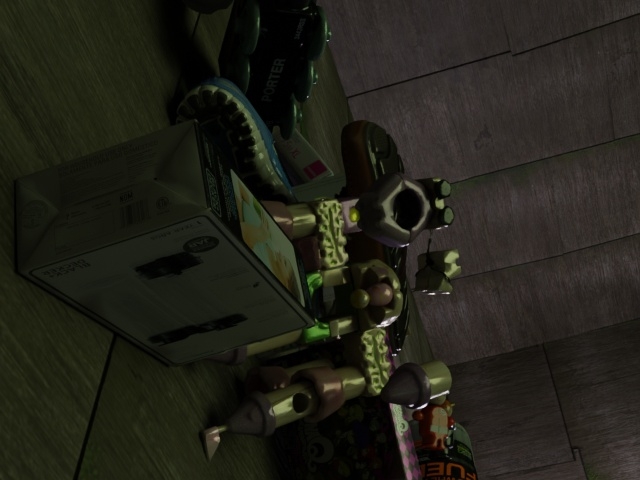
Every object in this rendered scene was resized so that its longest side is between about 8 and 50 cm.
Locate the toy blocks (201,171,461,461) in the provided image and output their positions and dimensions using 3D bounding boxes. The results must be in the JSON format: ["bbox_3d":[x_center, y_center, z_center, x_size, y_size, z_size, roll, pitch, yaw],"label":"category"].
[{"bbox_3d":[-0.031,0.083,1.011,0.260,0.309,0.289,-10,94,-38],"label":"toy blocks"}]

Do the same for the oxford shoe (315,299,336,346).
[{"bbox_3d":[0.053,0.199,1.672,0.449,0.130,0.169,-66,146,-51],"label":"oxford shoe"}]

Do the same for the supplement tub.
[{"bbox_3d":[0.262,0.588,1.972,0.338,0.207,0.207,-94,165,-50],"label":"supplement tub"}]

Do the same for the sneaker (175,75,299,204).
[{"bbox_3d":[-0.093,-0.091,1.252,0.147,0.129,0.330,-83,156,-59],"label":"sneaker"}]

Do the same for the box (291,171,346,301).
[{"bbox_3d":[0.000,0.000,1.469,0.119,0.181,0.182,65,14,-46],"label":"box"}]

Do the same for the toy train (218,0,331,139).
[{"bbox_3d":[-0.081,-0.292,1.299,0.334,0.142,0.190,116,-30,-53],"label":"toy train"}]

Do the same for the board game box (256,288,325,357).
[{"bbox_3d":[-0.047,0.099,1.290,0.154,0.103,0.026,-92,164,-50],"label":"board game box"}]

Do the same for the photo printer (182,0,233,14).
[{"bbox_3d":[-0.208,-0.513,1.298,0.307,0.107,0.256,61,17,-53],"label":"photo printer"}]

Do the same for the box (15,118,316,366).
[{"bbox_3d":[-0.127,0.020,0.799,0.290,0.169,0.087,53,21,-61],"label":"box"}]

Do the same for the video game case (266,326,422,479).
[{"bbox_3d":[0.029,0.257,1.211,0.042,0.210,0.232,-1,74,-49],"label":"video game case"}]

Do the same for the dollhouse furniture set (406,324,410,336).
[{"bbox_3d":[0.109,0.200,1.863,0.123,0.151,0.144,-71,142,-72],"label":"dollhouse furniture set"}]

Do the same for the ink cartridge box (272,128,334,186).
[{"bbox_3d":[0.005,-0.076,1.790,0.186,0.065,0.311,53,-9,41],"label":"ink cartridge box"}]

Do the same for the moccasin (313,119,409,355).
[{"bbox_3d":[0.050,0.003,1.231,0.139,0.147,0.380,-68,160,-43],"label":"moccasin"}]

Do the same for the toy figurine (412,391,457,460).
[{"bbox_3d":[0.179,0.371,1.819,0.209,0.213,0.148,53,38,-63],"label":"toy figurine"}]
